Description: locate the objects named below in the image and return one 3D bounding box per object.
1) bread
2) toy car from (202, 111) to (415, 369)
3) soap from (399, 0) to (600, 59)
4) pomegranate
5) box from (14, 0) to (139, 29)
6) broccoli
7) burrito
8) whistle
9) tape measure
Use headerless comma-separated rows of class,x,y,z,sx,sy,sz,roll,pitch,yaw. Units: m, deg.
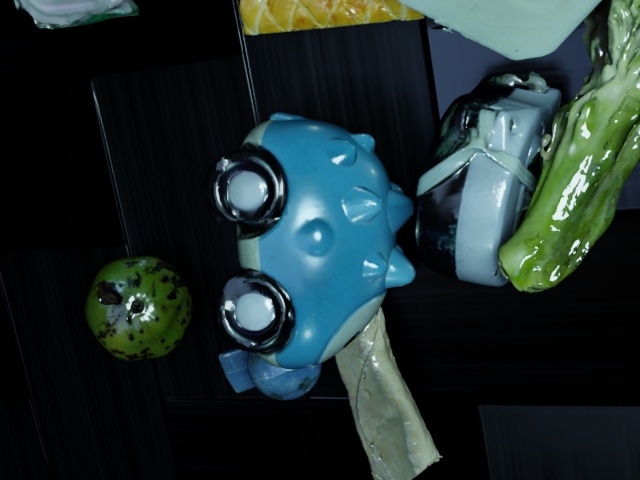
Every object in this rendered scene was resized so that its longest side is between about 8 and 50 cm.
bread,0.009,-0.270,1.078,0.188,0.068,0.126,0,107,24
toy car,0.000,0.000,1.108,0.190,0.188,0.255,0,95,15
soap,0.189,-0.287,0.892,0.172,0.095,0.289,24,139,-13
pomegranate,-0.210,0.082,1.282,0.122,0.122,0.161,51,157,1
box,-0.242,-0.378,1.056,0.106,0.264,0.337,-14,102,13
broccoli,0.248,-0.084,0.933,0.165,0.145,0.304,35,89,-21
burrito,0.067,0.173,1.208,0.087,0.060,0.226,-14,101,27
whistle,-0.055,0.140,1.238,0.158,0.090,0.090,-21,98,28
tape measure,0.155,-0.050,1.027,0.107,0.182,0.181,12,114,20
